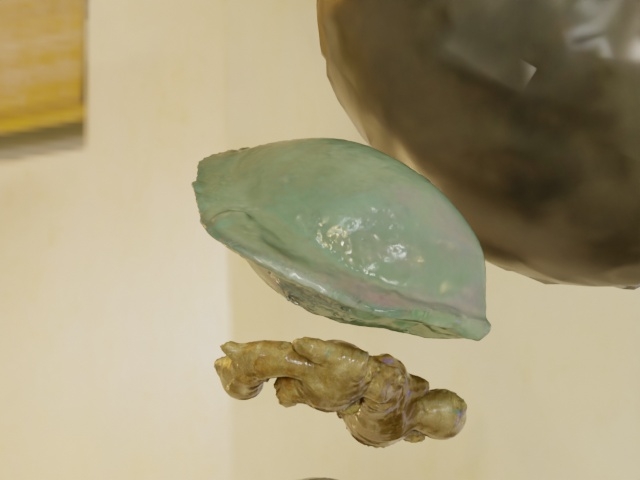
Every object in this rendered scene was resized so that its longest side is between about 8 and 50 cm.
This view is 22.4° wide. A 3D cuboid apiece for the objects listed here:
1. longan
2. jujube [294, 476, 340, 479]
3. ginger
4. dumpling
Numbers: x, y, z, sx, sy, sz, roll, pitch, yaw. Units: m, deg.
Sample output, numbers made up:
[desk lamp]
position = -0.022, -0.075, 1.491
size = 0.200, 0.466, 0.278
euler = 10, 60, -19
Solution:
[longan]
position = 0.210, -0.168, 1.286
size = 0.404, 0.436, 0.404
euler = -44, 175, -5
[jujube]
position = -0.014, 0.415, 1.791
size = 0.226, 0.317, 0.226
euler = 18, -154, -9
[ginger]
position = 0.020, 0.108, 1.144
size = 0.193, 0.052, 0.176
euler = 4, 163, -5
[dumpling]
position = 0.003, 0.006, 0.991
size = 0.149, 0.217, 0.105
euler = -34, 143, -30
